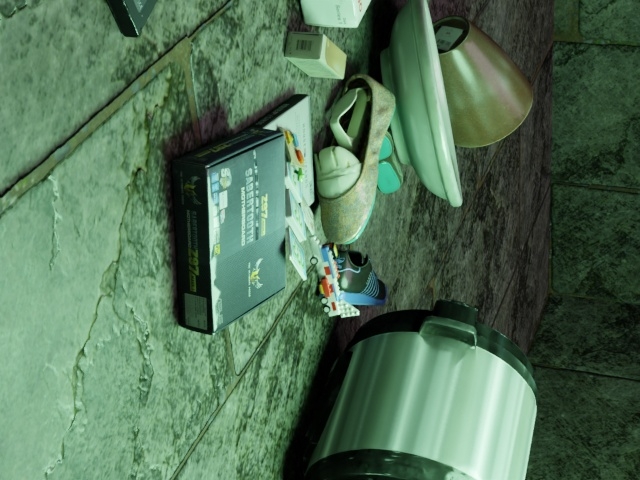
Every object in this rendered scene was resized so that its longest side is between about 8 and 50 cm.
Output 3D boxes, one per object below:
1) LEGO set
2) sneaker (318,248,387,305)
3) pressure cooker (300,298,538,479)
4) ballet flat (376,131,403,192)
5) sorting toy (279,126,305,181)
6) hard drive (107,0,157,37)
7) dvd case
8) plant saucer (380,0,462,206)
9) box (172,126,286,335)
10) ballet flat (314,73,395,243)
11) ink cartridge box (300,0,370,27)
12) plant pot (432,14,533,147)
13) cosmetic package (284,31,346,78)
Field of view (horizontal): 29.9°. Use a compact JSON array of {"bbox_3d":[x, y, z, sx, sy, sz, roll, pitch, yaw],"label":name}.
[{"bbox_3d":[0.000,0.000,1.771,0.244,0.060,0.182,62,19,-57],"label":"LEGO set"},{"bbox_3d":[0.068,0.063,2.110,0.232,0.081,0.090,5,99,-69],"label":"sneaker"},{"bbox_3d":[0.187,0.324,2.080,0.375,0.370,0.420,41,48,-26],"label":"pressure cooker"},{"bbox_3d":[0.100,-0.161,2.169,0.213,0.072,0.068,63,11,-58],"label":"ballet flat"},{"bbox_3d":[-0.034,-0.121,1.729,0.062,0.012,0.083,18,54,-71],"label":"sorting toy"},{"bbox_3d":[-0.199,-0.306,1.327,0.094,0.022,0.135,71,33,-51],"label":"hard drive"},{"bbox_3d":[-0.067,-0.099,1.757,0.238,0.029,0.179,-46,139,-60],"label":"dvd case"},{"bbox_3d":[0.177,-0.250,2.180,0.400,0.100,0.400,-11,90,-82],"label":"plant saucer"},{"bbox_3d":[-0.115,-0.016,1.572,0.183,0.059,0.232,-31,127,-55],"label":"box"},{"bbox_3d":[0.042,-0.145,1.972,0.106,0.107,0.316,45,47,-41],"label":"ballet flat"},{"bbox_3d":[0.037,-0.451,1.825,0.160,0.092,0.219,78,27,-42],"label":"ink cartridge box"},{"bbox_3d":[0.300,-0.346,2.471,0.230,0.215,0.215,51,47,-45],"label":"plant pot"},{"bbox_3d":[-0.006,-0.280,1.817,0.115,0.060,0.041,22,76,-71],"label":"cosmetic package"}]
